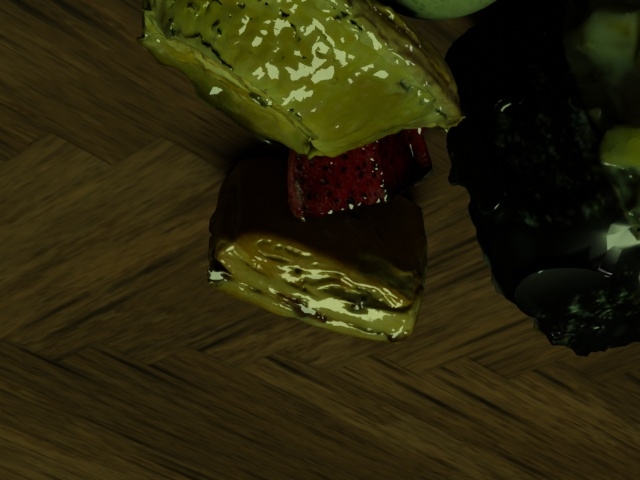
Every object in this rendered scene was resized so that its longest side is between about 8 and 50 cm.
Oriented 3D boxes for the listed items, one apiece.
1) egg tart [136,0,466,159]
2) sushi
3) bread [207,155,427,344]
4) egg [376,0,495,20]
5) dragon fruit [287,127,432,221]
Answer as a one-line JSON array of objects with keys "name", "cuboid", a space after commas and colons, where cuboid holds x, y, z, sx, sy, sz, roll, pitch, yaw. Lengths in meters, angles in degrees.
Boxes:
[{"name": "egg tart", "cuboid": [-0.038, -0.171, 1.577, 0.345, 0.132, 0.345, 34, 173, 5]}, {"name": "sushi", "cuboid": [0.295, -0.078, 1.683, 0.285, 0.328, 0.329, -25, 139, 20]}, {"name": "bread", "cuboid": [0.000, 0.000, 1.945, 0.235, 0.210, 0.099, 15, 124, -6]}, {"name": "egg", "cuboid": [0.093, -0.286, 1.490, 0.177, 0.177, 0.228, 0, 134, 4]}, {"name": "dragon fruit", "cuboid": [0.033, -0.108, 1.867, 0.127, 0.120, 0.161, -4, 104, 22]}]
